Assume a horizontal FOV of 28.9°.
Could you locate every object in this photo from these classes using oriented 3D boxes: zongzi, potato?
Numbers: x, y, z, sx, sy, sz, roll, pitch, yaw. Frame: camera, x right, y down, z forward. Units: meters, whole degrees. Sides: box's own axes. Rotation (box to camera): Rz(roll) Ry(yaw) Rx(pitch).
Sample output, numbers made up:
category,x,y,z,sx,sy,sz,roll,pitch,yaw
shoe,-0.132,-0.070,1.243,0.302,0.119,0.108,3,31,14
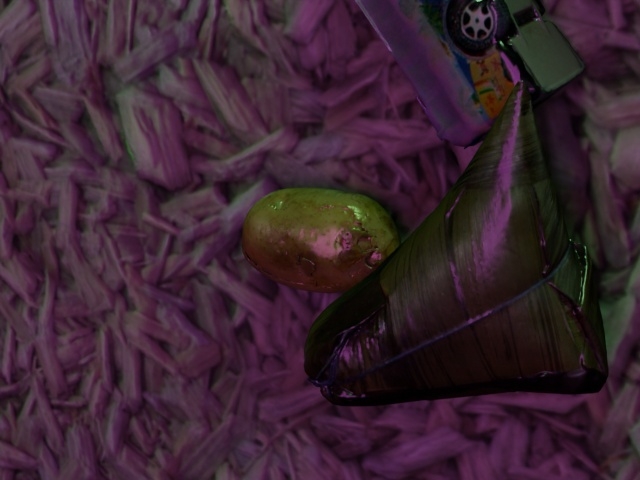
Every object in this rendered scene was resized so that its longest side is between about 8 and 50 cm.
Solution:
category,x,y,z,sx,sy,sz,roll,pitch,yaw
zongzi,0.099,0.010,1.122,0.286,0.138,0.300,-7,119,20
potato,0.000,0.000,1.247,0.170,0.080,0.107,12,97,26

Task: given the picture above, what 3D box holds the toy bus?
category,x,y,z,sx,sy,sz,roll,pitch,yaw
toy bus,0.095,-0.242,1.121,0.138,0.112,0.317,-38,83,40
